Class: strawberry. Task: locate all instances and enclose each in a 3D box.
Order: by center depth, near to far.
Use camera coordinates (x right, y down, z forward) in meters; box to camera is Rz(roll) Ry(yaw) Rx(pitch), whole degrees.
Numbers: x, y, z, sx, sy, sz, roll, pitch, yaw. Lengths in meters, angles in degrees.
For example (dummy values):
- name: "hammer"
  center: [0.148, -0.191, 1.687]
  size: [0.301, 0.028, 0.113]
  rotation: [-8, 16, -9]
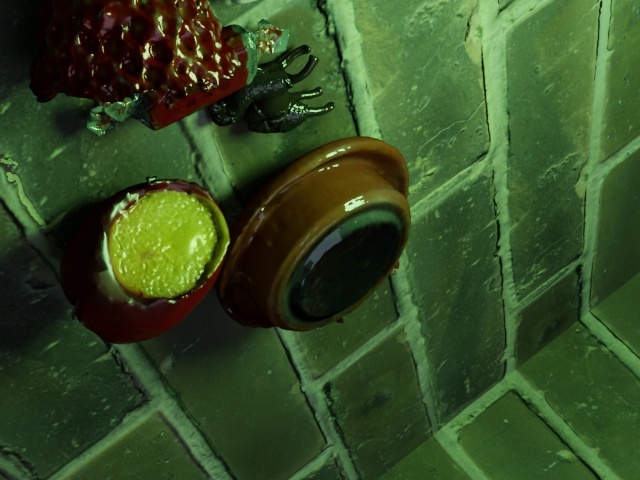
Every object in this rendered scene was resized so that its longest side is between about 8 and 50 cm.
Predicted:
- name: "strawberry"
  center: [-0.207, -0.239, 1.205]
  size: [0.234, 0.234, 0.177]
  rotation: [-17, 110, -37]

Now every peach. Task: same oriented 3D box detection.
- name: "peach"
  center: [-0.223, 0.022, 1.463]
  size: [0.226, 0.190, 0.196]
  rotation: [-40, 142, 10]

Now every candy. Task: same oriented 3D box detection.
- name: "candy"
  center: [-0.156, -0.200, 1.387]
  size: [0.292, 0.059, 0.086]
  rotation: [-30, 149, -18]

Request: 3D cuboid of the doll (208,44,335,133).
- name: "doll"
  center: [-0.068, -0.190, 1.510]
  size: [0.165, 0.057, 0.139]
  rotation: [-28, 150, -7]

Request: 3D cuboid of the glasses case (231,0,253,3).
- name: "glasses case"
  center: [-0.076, -0.307, 1.369]
  size: [0.083, 0.032, 0.021]
  rotation: [-24, 142, -27]

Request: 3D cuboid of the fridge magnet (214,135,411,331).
- name: "fridge magnet"
  center: [0.000, 0.000, 1.730]
  size: [0.364, 0.155, 0.363]
  rotation: [-30, 147, -22]
